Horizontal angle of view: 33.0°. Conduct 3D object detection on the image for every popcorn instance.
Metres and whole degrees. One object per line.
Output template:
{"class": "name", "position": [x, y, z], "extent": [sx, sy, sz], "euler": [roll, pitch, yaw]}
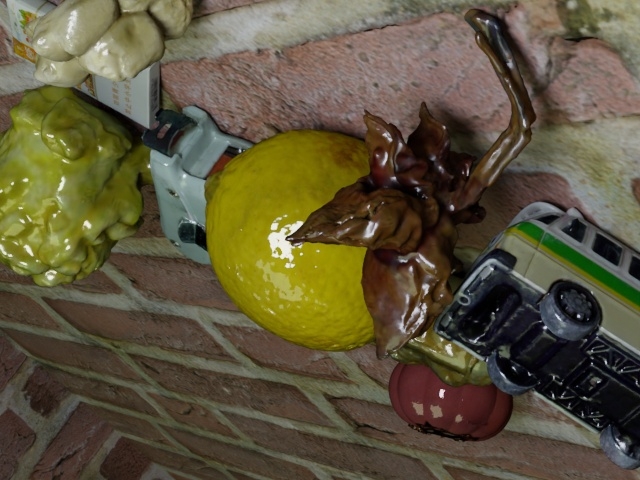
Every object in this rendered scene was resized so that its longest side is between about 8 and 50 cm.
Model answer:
{"class": "popcorn", "position": [-0.351, -0.066, 1.484], "extent": [0.242, 0.250, 0.235], "euler": [33, -178, -18]}

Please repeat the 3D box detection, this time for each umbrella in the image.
{"class": "umbrella", "position": [-0.306, -0.185, 1.538], "extent": [0.027, 0.025, 0.165], "euler": [58, 155, 8]}

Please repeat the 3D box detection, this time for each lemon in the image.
{"class": "lemon", "position": [0.000, 0.000, 1.237], "extent": [0.267, 0.267, 0.267], "euler": [27, 155, 14]}

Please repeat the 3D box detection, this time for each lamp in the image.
{"class": "lamp", "position": [0.188, 0.213, 1.546], "extent": [0.182, 0.140, 0.182], "euler": [16, 165, 4]}

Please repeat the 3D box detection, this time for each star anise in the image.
{"class": "star anise", "position": [0.098, -0.056, 1.040], "extent": [0.237, 0.346, 0.148], "euler": [2, -149, -38]}

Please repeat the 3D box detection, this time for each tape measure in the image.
{"class": "tape measure", "position": [-0.121, -0.038, 1.459], "extent": [0.246, 0.125, 0.243], "euler": [29, 156, 12]}

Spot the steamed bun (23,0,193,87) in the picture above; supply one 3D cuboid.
{"class": "steamed bun", "position": [-0.229, -0.225, 1.166], "extent": [0.177, 0.192, 0.106], "euler": [-15, 113, 47]}

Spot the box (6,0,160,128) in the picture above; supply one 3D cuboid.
{"class": "box", "position": [-0.310, -0.239, 1.417], "extent": [0.220, 0.032, 0.122], "euler": [28, 148, 9]}

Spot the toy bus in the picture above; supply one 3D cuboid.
{"class": "toy bus", "position": [0.292, 0.092, 1.123], "extent": [0.305, 0.179, 0.143], "euler": [32, 138, 2]}

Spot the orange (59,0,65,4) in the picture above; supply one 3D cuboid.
{"class": "orange", "position": [-0.279, -0.258, 1.299], "extent": [0.083, 0.083, 0.070], "euler": [42, 129, -19]}

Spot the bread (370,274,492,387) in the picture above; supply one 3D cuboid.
{"class": "bread", "position": [0.128, 0.093, 1.395], "extent": [0.268, 0.130, 0.152], "euler": [23, 145, 22]}
